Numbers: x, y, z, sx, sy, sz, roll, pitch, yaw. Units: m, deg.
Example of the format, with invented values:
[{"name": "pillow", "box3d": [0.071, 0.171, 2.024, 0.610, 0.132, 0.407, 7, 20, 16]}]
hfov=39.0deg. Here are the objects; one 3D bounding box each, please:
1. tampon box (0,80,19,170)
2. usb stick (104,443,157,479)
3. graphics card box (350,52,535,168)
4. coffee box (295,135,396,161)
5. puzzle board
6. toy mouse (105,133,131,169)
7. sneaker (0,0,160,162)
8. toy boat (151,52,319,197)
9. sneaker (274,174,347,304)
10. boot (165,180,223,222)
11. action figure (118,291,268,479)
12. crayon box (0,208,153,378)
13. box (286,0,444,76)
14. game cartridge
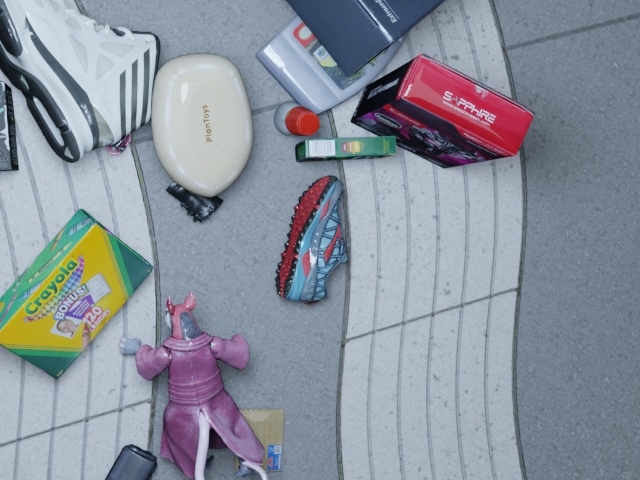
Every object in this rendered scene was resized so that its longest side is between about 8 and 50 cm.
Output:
[{"name": "tampon box", "box3d": [-0.628, -0.205, 1.661, 0.120, 0.101, 0.161, -4, 94, -11]}, {"name": "usb stick", "box3d": [-0.413, 0.528, 1.760, 0.077, 0.045, 0.278, 31, 86, -12]}, {"name": "graphics card box", "box3d": [0.213, -0.231, 1.693, 0.232, 0.371, 0.094, 24, 87, -12]}, {"name": "coffee box", "box3d": [0.050, -0.181, 1.793, 0.184, 0.113, 0.041, -4, 92, -13]}, {"name": "puzzle board", "box3d": [-0.124, 0.404, 1.831, 0.096, 0.011, 0.128, 1, 92, -13]}, {"name": "toy mouse", "box3d": [-0.405, -0.224, 1.741, 0.143, 0.031, 0.161, -30, 98, -8]}, {"name": "sneaker", "box3d": [-0.462, -0.378, 1.683, 0.257, 0.169, 0.448, -28, 85, -31]}, {"name": "toy boat", "box3d": [-0.163, -0.220, 1.712, 0.318, 0.148, 0.268, -5, 104, -19]}, {"name": "sneaker", "box3d": [0.000, 0.000, 1.812, 0.125, 0.104, 0.262, 19, 93, -29]}, {"name": "boot", "box3d": [-0.233, -0.103, 1.774, 0.099, 0.045, 0.121, 43, 87, -10]}, {"name": "action figure", "box3d": [-0.245, 0.279, 1.683, 0.248, 0.276, 0.370, -12, 108, -5]}, {"name": "crayon box", "box3d": [-0.468, 0.100, 1.680, 0.278, 0.081, 0.165, -50, 132, -6]}, {"name": "box", "box3d": [0.132, -0.556, 1.701, 0.395, 0.212, 0.293, -42, 97, -21]}, {"name": "game cartridge", "box3d": [0.040, -0.398, 1.815, 0.294, 0.060, 0.196, -45, 103, -7]}]
